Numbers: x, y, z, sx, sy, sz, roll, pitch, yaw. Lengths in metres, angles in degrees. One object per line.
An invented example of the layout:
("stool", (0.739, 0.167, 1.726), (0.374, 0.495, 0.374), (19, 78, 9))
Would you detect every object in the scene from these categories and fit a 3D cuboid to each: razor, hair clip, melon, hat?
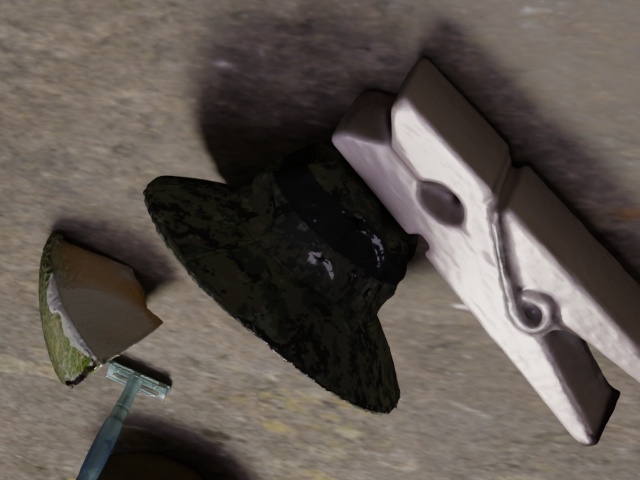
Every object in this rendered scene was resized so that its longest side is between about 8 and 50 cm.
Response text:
("razor", (-0.202, 0.186, 1.638), (0.068, 0.135, 0.040), (23, 158, 5))
("hair clip", (0.148, 0.010, 1.297), (0.101, 0.085, 0.331), (-29, 109, 42))
("melon", (-0.215, 0.057, 1.564), (0.139, 0.093, 0.202), (69, 161, -6))
("hat", (0.000, 0.000, 1.311), (0.265, 0.265, 0.128), (38, 108, -12))

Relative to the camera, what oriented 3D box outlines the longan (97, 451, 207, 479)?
("longan", (-0.171, 0.301, 1.717), (0.189, 0.189, 0.189), (16, 138, 14))
